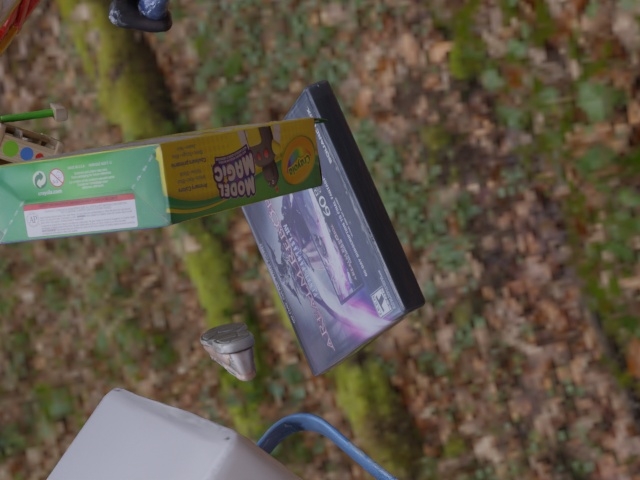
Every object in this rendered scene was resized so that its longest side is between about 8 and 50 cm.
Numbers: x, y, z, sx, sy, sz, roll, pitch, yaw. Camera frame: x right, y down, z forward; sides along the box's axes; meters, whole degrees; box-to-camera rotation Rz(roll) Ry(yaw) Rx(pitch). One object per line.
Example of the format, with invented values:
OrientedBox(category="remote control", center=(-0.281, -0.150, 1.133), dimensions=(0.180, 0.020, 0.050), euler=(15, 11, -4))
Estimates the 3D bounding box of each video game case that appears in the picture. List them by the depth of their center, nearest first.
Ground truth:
OrientedBox(category="video game case", center=(0.000, 0.000, 1.362), dimensions=(0.196, 0.026, 0.274), euler=(66, 159, 9))

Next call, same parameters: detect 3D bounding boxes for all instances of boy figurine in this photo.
OrientedBox(category="boy figurine", center=(-0.177, -0.368, 1.843), dimensions=(0.285, 0.092, 0.177), euler=(117, 146, -48))

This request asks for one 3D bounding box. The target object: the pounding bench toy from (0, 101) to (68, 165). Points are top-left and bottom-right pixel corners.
OrientedBox(category="pounding bench toy", center=(-0.255, -0.085, 1.330), dimensions=(0.052, 0.065, 0.083), euler=(26, 97, 61))

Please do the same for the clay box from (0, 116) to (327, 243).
OrientedBox(category="clay box", center=(-0.091, -0.042, 1.014), dimensions=(0.127, 0.222, 0.053), euler=(-5, 95, 28))

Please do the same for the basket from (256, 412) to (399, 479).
OrientedBox(category="basket", center=(-0.017, 0.289, 1.176), dimensions=(0.255, 0.289, 0.201), euler=(30, 152, 32))

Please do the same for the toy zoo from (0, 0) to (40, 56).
OrientedBox(category="toy zoo", center=(-0.300, -0.278, 1.613), dimensions=(0.293, 0.030, 0.192), euler=(-64, 4, -35))

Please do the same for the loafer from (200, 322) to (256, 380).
OrientedBox(category="loafer", center=(-0.080, 0.100, 1.415), dimensions=(0.125, 0.045, 0.039), euler=(-163, 57, -80))

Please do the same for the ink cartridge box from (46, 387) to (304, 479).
OrientedBox(category="ink cartridge box", center=(-0.013, 0.306, 0.811), dimensions=(0.395, 0.285, 0.166), euler=(41, 166, -24))
